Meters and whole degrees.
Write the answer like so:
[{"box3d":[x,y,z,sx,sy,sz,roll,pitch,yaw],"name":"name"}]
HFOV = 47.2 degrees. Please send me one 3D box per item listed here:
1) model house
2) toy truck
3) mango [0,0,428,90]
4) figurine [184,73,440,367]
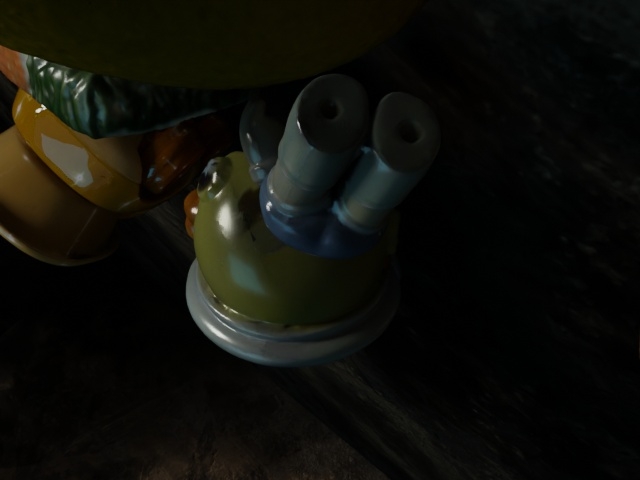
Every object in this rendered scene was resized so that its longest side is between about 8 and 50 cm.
[{"box3d":[-0.175,-0.263,0.562,0.271,0.190,0.301,38,142,38],"name":"model house"},{"box3d":[-0.245,-0.113,0.828,0.204,0.211,0.288,46,-165,-7],"name":"toy truck"},{"box3d":[-0.117,-0.236,0.284,0.445,0.301,0.220,33,-160,-28],"name":"mango"},{"box3d":[-0.030,-0.006,0.627,0.224,0.205,0.382,7,161,4],"name":"figurine"}]
